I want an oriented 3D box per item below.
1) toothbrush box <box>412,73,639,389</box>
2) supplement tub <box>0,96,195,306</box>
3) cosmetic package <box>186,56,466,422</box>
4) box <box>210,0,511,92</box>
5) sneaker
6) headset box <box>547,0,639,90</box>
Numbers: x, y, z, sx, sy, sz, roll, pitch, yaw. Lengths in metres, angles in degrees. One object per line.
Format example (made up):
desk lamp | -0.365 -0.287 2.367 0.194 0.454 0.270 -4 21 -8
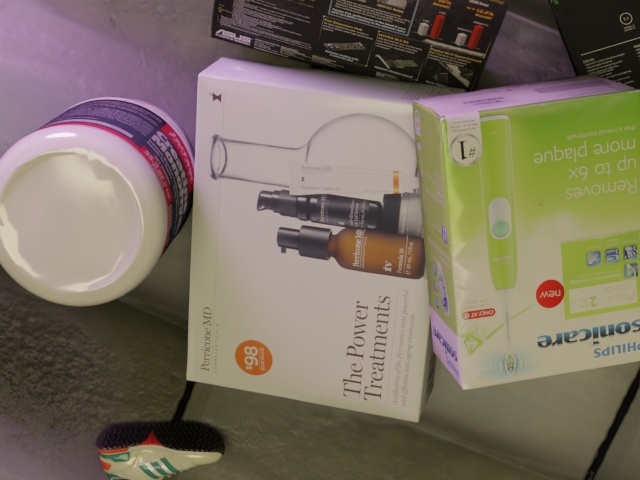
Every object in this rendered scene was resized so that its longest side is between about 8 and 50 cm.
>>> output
toothbrush box | 0.216 -0.012 1.373 0.206 0.122 0.283 -8 107 -8
supplement tub | -0.240 -0.053 1.474 0.191 0.272 0.191 1 105 4
cosmetic package | 0.000 0.000 1.524 0.284 0.097 0.377 9 112 13
box | 0.043 -0.272 1.418 0.307 0.076 0.242 16 150 1
sneaker | -0.197 0.272 1.678 0.161 0.057 0.075 -1 122 4
headset box | 0.351 -0.309 1.376 0.246 0.131 0.283 -16 111 31
